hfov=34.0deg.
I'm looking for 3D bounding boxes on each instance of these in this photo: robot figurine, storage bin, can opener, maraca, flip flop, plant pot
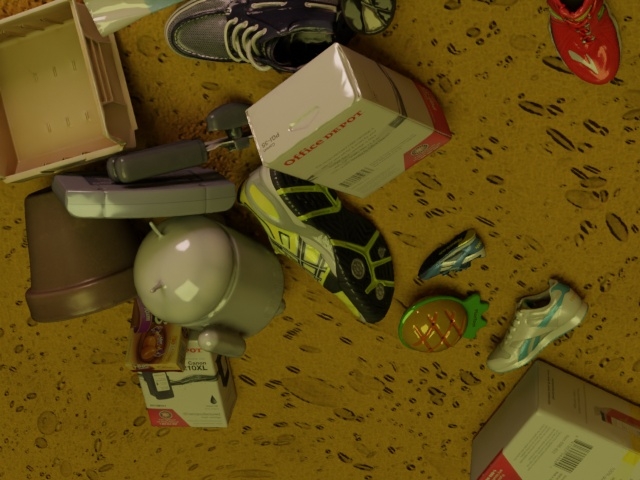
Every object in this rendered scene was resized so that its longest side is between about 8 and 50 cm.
[{"bbox_3d":[-0.202,0.068,1.911,0.200,0.300,0.353,-26,155,21],"label":"robot figurine"},{"bbox_3d":[-0.477,-0.251,1.800,0.262,0.123,0.260,-14,91,18],"label":"storage bin"},{"bbox_3d":[-0.235,-0.174,1.811,0.076,0.283,0.095,6,110,57],"label":"can opener"},{"bbox_3d":[0.237,0.157,2.010,0.186,0.099,0.127,-9,127,-15],"label":"maraca"},{"bbox_3d":[0.085,-0.462,1.634,0.112,0.080,0.277,4,106,8],"label":"flip flop"},{"bbox_3d":[-0.447,0.004,1.967,0.263,0.263,0.229,-11,102,17],"label":"plant pot"}]

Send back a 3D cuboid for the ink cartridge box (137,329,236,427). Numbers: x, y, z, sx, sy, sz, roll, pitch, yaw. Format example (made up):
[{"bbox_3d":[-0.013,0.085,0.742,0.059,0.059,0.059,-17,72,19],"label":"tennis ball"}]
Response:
[{"bbox_3d":[-0.283,0.269,2.173,0.172,0.100,0.237,-2,122,11],"label":"ink cartridge box"}]

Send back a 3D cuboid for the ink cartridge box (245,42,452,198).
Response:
[{"bbox_3d":[0.050,-0.189,1.712,0.207,0.117,0.283,-33,154,27],"label":"ink cartridge box"}]

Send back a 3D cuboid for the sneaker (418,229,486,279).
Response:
[{"bbox_3d":[0.246,0.039,1.955,0.144,0.053,0.059,-34,113,28],"label":"sneaker"}]

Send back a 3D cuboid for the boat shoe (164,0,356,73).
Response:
[{"bbox_3d":[-0.109,-0.338,1.712,0.341,0.158,0.127,-6,121,14],"label":"boat shoe"}]

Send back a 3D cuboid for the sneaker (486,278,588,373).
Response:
[{"bbox_3d":[0.397,0.164,1.995,0.092,0.087,0.229,43,113,-9],"label":"sneaker"}]

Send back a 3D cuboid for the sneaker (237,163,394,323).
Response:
[{"bbox_3d":[0.000,0.000,1.946,0.147,0.145,0.384,-16,118,44],"label":"sneaker"}]

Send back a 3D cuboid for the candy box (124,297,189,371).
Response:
[{"bbox_3d":[-0.316,0.165,2.063,0.109,0.186,0.053,-1,154,12],"label":"candy box"}]

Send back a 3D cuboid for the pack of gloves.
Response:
[{"bbox_3d":[-0.294,-0.457,1.694,0.232,0.046,0.195,-24,121,1],"label":"pack of gloves"}]

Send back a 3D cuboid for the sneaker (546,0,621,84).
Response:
[{"bbox_3d":[0.397,-0.356,1.629,0.107,0.118,0.279,-16,118,21],"label":"sneaker"}]

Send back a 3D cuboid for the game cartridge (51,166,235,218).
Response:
[{"bbox_3d":[-0.308,-0.085,1.827,0.294,0.196,0.060,-4,102,-21],"label":"game cartridge"}]

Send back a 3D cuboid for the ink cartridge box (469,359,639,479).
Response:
[{"bbox_3d":[0.533,0.451,2.103,0.385,0.160,0.279,25,124,-6],"label":"ink cartridge box"}]
